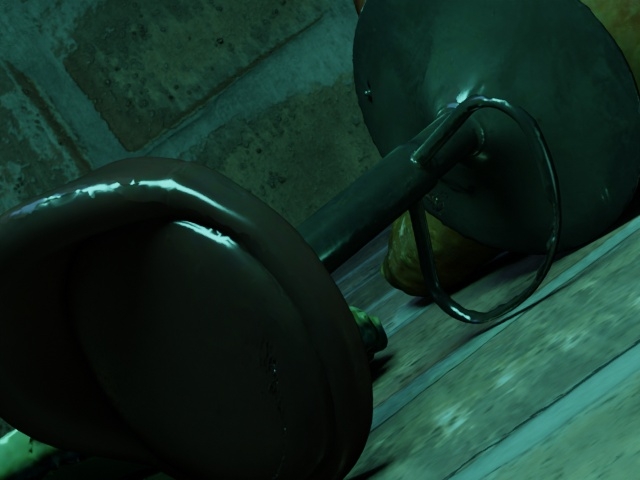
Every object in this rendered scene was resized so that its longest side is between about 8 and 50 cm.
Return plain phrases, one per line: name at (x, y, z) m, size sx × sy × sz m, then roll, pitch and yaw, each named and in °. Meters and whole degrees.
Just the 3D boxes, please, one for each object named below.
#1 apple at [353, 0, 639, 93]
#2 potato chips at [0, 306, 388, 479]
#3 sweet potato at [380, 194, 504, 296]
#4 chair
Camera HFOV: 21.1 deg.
apple at (0.198, -0.221, 1.241) m, size 0.348 × 0.349 × 0.277 m, roll -39°, pitch -38°, yaw -60°
potato chips at (-0.125, 0.158, 1.206) m, size 0.429 × 0.070 × 0.358 m, roll -31°, pitch -13°, yaw -24°
sweet potato at (0.111, -0.015, 1.374) m, size 0.097 × 0.097 × 0.292 m, roll -37°, pitch 2°, yaw -36°
chair at (0.000, 0.000, 1.008) m, size 0.401 × 0.226 × 0.226 m, roll -37°, pitch 3°, yaw -42°
